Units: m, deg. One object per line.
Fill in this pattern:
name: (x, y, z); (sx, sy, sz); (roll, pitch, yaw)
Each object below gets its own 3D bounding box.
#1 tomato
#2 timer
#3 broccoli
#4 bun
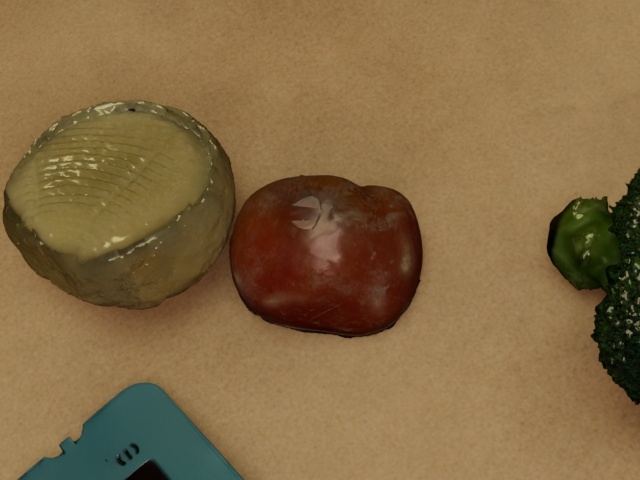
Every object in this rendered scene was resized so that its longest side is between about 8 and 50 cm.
tomato: (0.000, 0.000, 1.290); (0.214, 0.155, 0.180); (-2, 66, 8)
timer: (-0.192, 0.293, 1.228); (0.232, 0.091, 0.250); (-40, 52, -10)
broccoli: (0.360, 0.042, 1.168); (0.297, 0.297, 0.297); (-42, 25, -12)
bun: (-0.212, -0.031, 1.339); (0.259, 0.152, 0.259); (-5, 48, 6)
